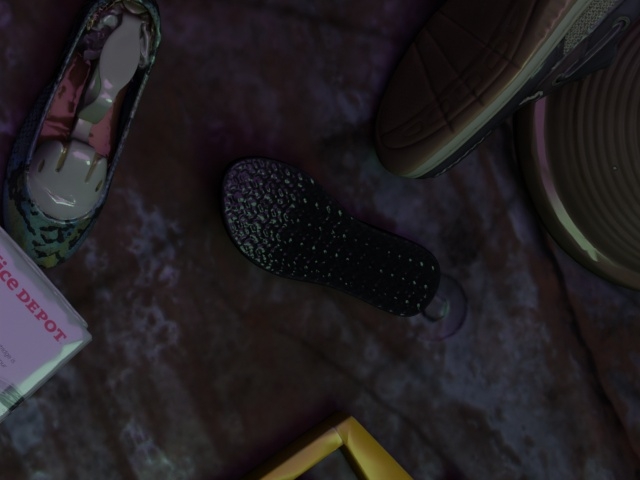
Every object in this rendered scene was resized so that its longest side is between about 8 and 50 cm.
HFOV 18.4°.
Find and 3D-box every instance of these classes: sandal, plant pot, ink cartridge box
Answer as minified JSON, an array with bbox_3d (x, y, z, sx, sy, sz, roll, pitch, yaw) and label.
[{"bbox_3d":[0.000,0.000,1.285,0.179,0.040,0.067,28,90,-32],"label":"sandal"},{"bbox_3d":[0.259,-0.077,1.323,0.237,0.110,0.237,-1,94,-19],"label":"plant pot"},{"bbox_3d":[-0.231,0.065,1.195,0.150,0.063,0.109,-43,104,-12],"label":"ink cartridge box"}]

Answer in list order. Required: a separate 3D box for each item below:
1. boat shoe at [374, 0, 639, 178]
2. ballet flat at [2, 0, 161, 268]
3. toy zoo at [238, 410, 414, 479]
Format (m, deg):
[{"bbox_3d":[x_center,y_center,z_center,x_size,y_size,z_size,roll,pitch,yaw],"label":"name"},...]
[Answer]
[{"bbox_3d":[0.149,-0.141,1.256,0.092,0.103,0.285,26,111,-38],"label":"boat shoe"},{"bbox_3d":[-0.147,-0.073,1.215,0.070,0.070,0.188,17,88,-18],"label":"ballet flat"},{"bbox_3d":[-0.016,0.246,1.293,0.293,0.030,0.192,-35,103,-13],"label":"toy zoo"}]
